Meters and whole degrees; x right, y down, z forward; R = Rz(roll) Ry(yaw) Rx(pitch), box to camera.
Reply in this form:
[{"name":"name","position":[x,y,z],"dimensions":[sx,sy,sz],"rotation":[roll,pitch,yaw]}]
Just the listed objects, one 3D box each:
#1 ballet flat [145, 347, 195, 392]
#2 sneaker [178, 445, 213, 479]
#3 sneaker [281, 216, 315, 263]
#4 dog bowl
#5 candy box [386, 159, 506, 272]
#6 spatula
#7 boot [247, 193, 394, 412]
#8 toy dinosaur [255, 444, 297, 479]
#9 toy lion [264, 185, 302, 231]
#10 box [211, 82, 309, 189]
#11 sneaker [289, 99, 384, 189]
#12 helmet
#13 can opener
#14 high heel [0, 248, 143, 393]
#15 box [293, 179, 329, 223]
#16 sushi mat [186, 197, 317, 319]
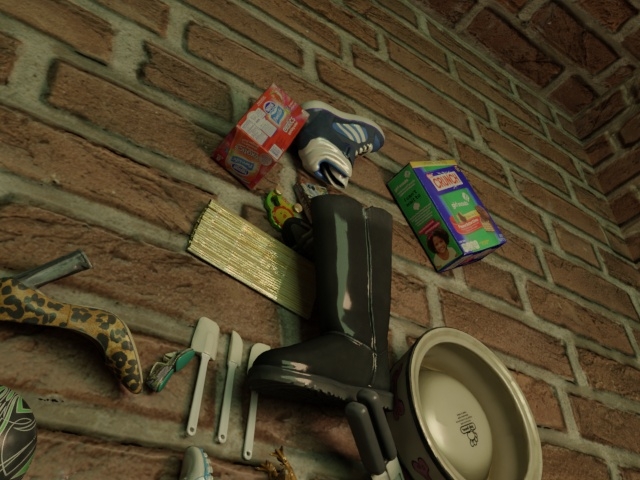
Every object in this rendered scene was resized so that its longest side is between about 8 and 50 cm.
[{"name":"ballet flat","position":[-0.264,0.217,1.121],"dimensions":[0.041,0.041,0.114],"rotation":[47,36,-3]},{"name":"sneaker","position":[-0.215,0.406,0.984],"dimensions":[0.082,0.071,0.191],"rotation":[18,47,-26]},{"name":"sneaker","position":[0.000,0.000,1.538],"dimensions":[0.228,0.086,0.132],"rotation":[43,32,-24]},{"name":"dog bowl","position":[0.296,0.405,1.420],"dimensions":[0.408,0.150,0.408],"rotation":[27,43,-28]},{"name":"candy box","position":[0.380,-0.084,1.940],"dimensions":[0.268,0.122,0.317],"rotation":[-12,66,-48]},{"name":"spatula","position":[-0.173,0.267,1.185],"dimensions":[0.168,0.019,0.242],"rotation":[33,41,-28]},{"name":"boot","position":[0.014,0.103,1.318],"dimensions":[0.367,0.146,0.445],"rotation":[26,60,-44]},{"name":"toy dinosaur","position":[-0.058,0.425,1.115],"dimensions":[0.112,0.064,0.211],"rotation":[53,-6,34]},{"name":"toy lion","position":[-0.094,-0.069,1.537],"dimensions":[0.100,0.034,0.096],"rotation":[44,45,-6]},{"name":"box","position":[-0.141,-0.258,1.572],"dimensions":[0.128,0.122,0.257],"rotation":[40,38,-12]},{"name":"sneaker","position":[0.065,-0.229,1.766],"dimensions":[0.322,0.130,0.236],"rotation":[15,58,-42]},{"name":"helmet","position":[-0.440,0.259,0.805],"dimensions":[0.169,0.161,0.169],"rotation":[26,43,-27]},{"name":"can opener","position":[0.130,0.411,1.218],"dimensions":[0.076,0.095,0.284],"rotation":[-39,123,-37]},{"name":"high heel","position":[-0.406,0.161,1.012],"dimensions":[0.186,0.093,0.261],"rotation":[-29,89,-34]},{"name":"box","position":[-0.005,-0.089,1.620],"dimensions":[0.094,0.027,0.137],"rotation":[13,38,-39]},{"name":"sushi mat","position":[-0.133,0.041,1.400],"dimensions":[0.316,0.019,0.151],"rotation":[33,49,-20]}]
